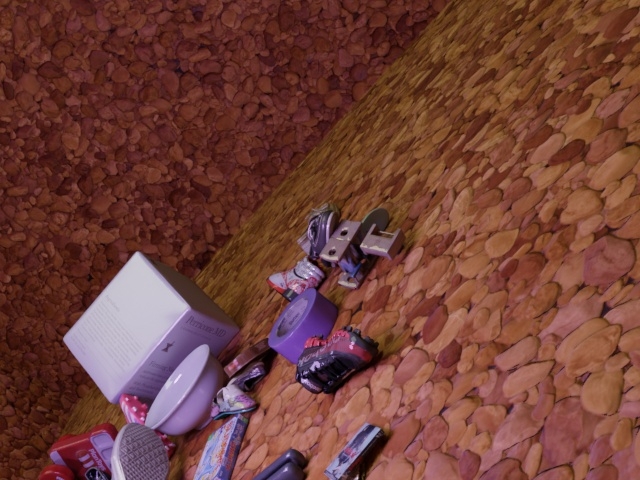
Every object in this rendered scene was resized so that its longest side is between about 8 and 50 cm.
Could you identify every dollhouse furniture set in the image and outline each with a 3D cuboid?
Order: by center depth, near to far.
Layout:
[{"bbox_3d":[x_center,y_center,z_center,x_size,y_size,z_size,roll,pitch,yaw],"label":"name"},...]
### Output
[{"bbox_3d":[0.119,0.046,1.771,0.183,0.129,0.129,12,59,39],"label":"dollhouse furniture set"}]

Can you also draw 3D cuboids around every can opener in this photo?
[{"bbox_3d":[-0.153,0.507,1.431,0.283,0.095,0.076,-44,17,23],"label":"can opener"}]

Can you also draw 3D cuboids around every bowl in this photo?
[{"bbox_3d":[-0.375,0.465,2.098,0.298,0.134,0.298,-46,16,17],"label":"bowl"}]

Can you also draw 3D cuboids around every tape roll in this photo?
[{"bbox_3d":[-0.045,0.221,1.839,0.189,0.080,0.189,-46,16,18],"label":"tape roll"}]

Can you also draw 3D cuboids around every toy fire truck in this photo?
[{"bbox_3d":[-0.667,0.699,2.125,0.254,0.302,0.169,-19,23,10],"label":"toy fire truck"}]

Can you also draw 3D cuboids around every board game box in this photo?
[{"bbox_3d":[-0.253,0.539,1.757,0.136,0.035,0.201,-42,17,29],"label":"board game box"}]

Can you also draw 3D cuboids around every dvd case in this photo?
[{"bbox_3d":[0.058,0.374,1.249,0.119,0.013,0.087,-47,5,-14],"label":"dvd case"}]

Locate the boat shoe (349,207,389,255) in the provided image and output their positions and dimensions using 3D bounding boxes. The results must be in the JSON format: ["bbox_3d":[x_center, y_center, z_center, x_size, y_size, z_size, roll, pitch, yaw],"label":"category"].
[{"bbox_3d":[0.115,-0.017,1.972,0.183,0.065,0.083,-52,14,-5],"label":"boat shoe"}]

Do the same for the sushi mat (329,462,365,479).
[{"bbox_3d":[-0.039,0.510,1.244,0.316,0.019,0.151,-42,16,30],"label":"sushi mat"}]

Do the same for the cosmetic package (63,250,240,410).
[{"bbox_3d":[-0.564,0.316,2.389,0.327,0.329,0.394,40,90,31],"label":"cosmetic package"}]

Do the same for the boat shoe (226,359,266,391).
[{"bbox_3d":[-0.206,0.390,1.943,0.152,0.056,0.049,-49,47,23],"label":"boat shoe"}]

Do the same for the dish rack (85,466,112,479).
[{"bbox_3d":[-0.647,0.804,1.987,0.208,0.074,0.271,39,89,32],"label":"dish rack"}]

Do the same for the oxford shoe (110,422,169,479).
[{"bbox_3d":[-0.470,0.642,1.798,0.130,0.169,0.449,-53,31,17],"label":"oxford shoe"}]

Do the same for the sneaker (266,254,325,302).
[{"bbox_3d":[-0.069,0.112,2.153,0.145,0.090,0.270,-51,18,-6],"label":"sneaker"}]

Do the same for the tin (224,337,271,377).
[{"bbox_3d":[-0.195,0.322,1.963,0.106,0.040,0.189,-38,-8,23],"label":"tin"}]

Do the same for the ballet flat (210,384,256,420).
[{"bbox_3d":[-0.242,0.428,1.890,0.077,0.079,0.221,-8,-14,-33],"label":"ballet flat"}]

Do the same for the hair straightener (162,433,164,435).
[{"bbox_3d":[-0.510,0.592,2.346,0.230,0.047,0.089,-42,17,28],"label":"hair straightener"}]

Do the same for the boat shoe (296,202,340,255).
[{"bbox_3d":[-0.007,-0.054,2.361,0.104,0.089,0.285,-42,17,29],"label":"boat shoe"}]

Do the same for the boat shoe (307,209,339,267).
[{"bbox_3d":[0.000,0.000,1.935,0.335,0.095,0.112,76,-153,-72],"label":"boat shoe"}]

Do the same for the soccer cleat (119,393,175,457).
[{"bbox_3d":[-0.542,0.573,2.147,0.095,0.248,0.083,-48,-16,8],"label":"soccer cleat"}]

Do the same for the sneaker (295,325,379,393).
[{"bbox_3d":[0.026,0.261,1.502,0.135,0.097,0.276,-58,15,-27],"label":"sneaker"}]
